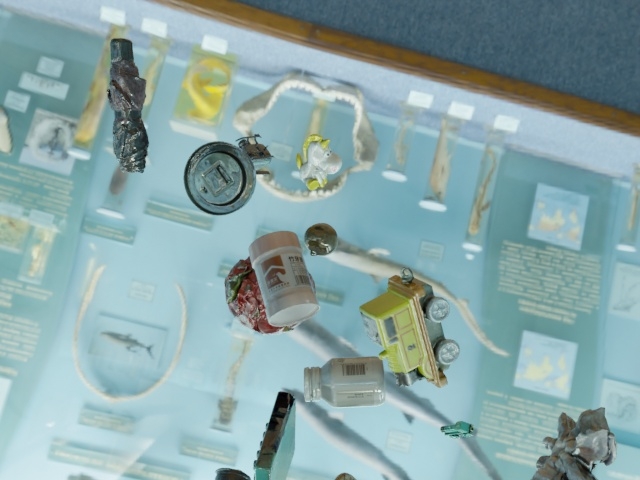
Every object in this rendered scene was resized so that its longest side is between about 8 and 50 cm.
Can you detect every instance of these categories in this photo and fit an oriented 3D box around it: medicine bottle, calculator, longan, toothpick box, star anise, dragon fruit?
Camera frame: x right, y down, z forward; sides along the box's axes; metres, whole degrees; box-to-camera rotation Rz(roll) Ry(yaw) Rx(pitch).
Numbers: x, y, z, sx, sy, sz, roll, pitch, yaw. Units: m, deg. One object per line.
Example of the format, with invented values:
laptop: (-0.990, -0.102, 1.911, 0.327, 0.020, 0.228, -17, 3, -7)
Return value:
medicine bottle: (0.064, 0.385, 1.800, 0.216, 0.135, 0.135, -3, 170, 1)
calculator: (-0.119, 0.558, 1.709, 0.058, 0.274, 0.248, 7, 126, 9)
longan: (0.000, 0.000, 2.004, 0.113, 0.113, 0.092, 19, 165, -27)
toothpick box: (-0.067, 0.070, 1.211, 0.099, 0.148, 0.098, -15, 156, -7)
star anise: (0.481, 0.422, 1.275, 0.093, 0.236, 0.229, 42, -174, -3)
dragon fruit: (-0.131, 0.135, 1.802, 0.245, 0.244, 0.299, 11, -171, 14)

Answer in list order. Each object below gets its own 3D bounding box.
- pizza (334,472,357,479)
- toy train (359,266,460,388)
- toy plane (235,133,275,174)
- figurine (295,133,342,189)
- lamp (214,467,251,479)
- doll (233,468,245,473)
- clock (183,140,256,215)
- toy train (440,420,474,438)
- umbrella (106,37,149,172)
pizza: (0.106, 0.769, 1.937, 0.053, 0.193, 0.201, -25, 163, 11)
toy train: (0.140, 0.149, 1.054, 0.127, 0.219, 0.089, -24, -160, -18)
toy plane: (-0.287, -0.262, 2.250, 0.382, 0.106, 0.155, -20, 160, -50)
figurine: (-0.008, -0.233, 1.935, 0.129, 0.109, 0.178, 45, 143, 1)
lamp: (-0.235, 0.553, 1.276, 0.130, 0.108, 0.371, 34, 131, -21)
doll: (-0.172, 0.506, 1.365, 0.127, 0.073, 0.084, -36, 167, 32)
clock: (-0.290, -0.179, 1.923, 0.215, 0.214, 0.042, 12, -172, 11)
toy train: (0.301, 0.418, 1.466, 0.045, 0.029, 0.092, 25, 151, -18)
umbrella: (-0.466, -0.326, 1.611, 0.090, 0.325, 0.094, 6, -169, 43)
